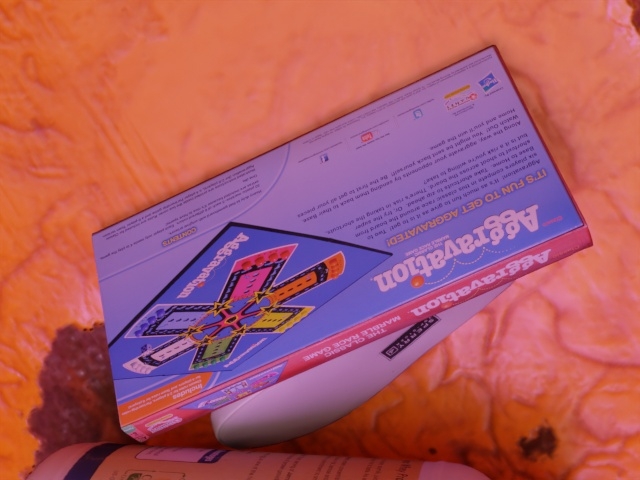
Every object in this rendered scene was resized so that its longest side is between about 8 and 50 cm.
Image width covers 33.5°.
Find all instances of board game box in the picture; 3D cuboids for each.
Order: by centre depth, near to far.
[{"bbox_3d":[0.000,0.000,0.627,0.281,0.027,0.145,-24,53,10],"label":"board game box"}]

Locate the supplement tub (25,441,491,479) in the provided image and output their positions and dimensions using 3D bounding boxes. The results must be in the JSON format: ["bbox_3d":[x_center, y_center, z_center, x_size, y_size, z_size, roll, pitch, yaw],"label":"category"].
[{"bbox_3d":[-0.009,0.234,0.594,0.316,0.228,0.228,1,98,11],"label":"supplement tub"}]

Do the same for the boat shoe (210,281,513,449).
[{"bbox_3d":[0.021,0.047,0.655,0.219,0.078,0.070,-35,52,5],"label":"boat shoe"}]
